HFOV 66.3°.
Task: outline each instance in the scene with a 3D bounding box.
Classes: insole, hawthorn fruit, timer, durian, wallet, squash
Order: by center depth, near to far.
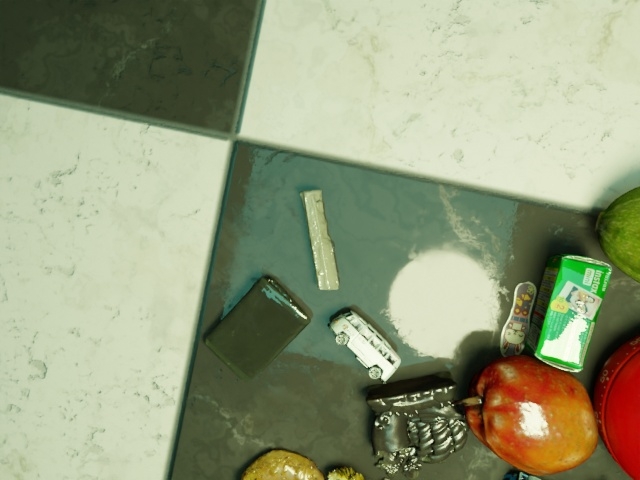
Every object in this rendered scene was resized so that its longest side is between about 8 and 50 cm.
[{"bbox_3d":[0.756,-0.011,1.012,0.309,0.310,0.309,9,94,7],"label":"squash"},{"bbox_3d":[0.796,0.374,1.039,0.379,0.279,0.377,1,95,7],"label":"timer"},{"bbox_3d":[0.424,0.379,1.071,0.301,0.254,0.253,6,94,-14],"label":"hawthorn fruit"},{"bbox_3d":[0.483,0.194,1.191,0.066,0.004,0.196,14,95,4],"label":"insole"},{"bbox_3d":[0.089,0.660,1.211,0.141,0.078,0.224,9,105,31],"label":"durian"},{"bbox_3d":[-0.161,0.223,1.230,0.168,0.052,0.245,45,100,1],"label":"wallet"}]

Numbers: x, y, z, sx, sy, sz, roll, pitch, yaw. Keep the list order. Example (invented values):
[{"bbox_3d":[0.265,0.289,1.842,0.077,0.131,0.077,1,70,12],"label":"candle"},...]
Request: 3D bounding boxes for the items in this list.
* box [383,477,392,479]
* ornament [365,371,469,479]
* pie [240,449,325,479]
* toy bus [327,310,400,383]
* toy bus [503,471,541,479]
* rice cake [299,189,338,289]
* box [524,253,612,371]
[{"bbox_3d":[0.212,0.797,1.220,0.215,0.069,0.352,17,93,4],"label":"box"},{"bbox_3d":[0.237,0.467,1.188,0.252,0.106,0.260,-14,97,8],"label":"ornament"},{"bbox_3d":[-0.092,0.666,1.237,0.274,0.069,0.272,0,92,9],"label":"pie"},{"bbox_3d":[0.107,0.251,1.190,0.194,0.087,0.089,45,89,2],"label":"toy bus"},{"bbox_3d":[0.530,0.628,1.158,0.185,0.106,0.090,24,60,3],"label":"toy bus"},{"bbox_3d":[0.000,0.000,1.201,0.057,0.052,0.255,-11,92,-24],"label":"rice cake"},{"bbox_3d":[0.547,0.155,1.098,0.103,0.180,0.249,15,93,15],"label":"box"}]
